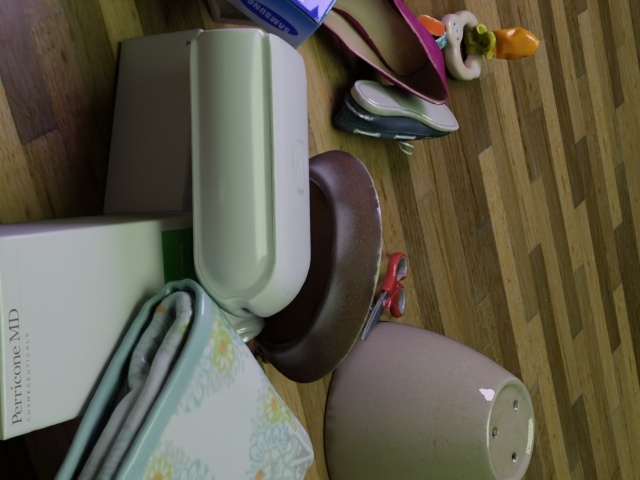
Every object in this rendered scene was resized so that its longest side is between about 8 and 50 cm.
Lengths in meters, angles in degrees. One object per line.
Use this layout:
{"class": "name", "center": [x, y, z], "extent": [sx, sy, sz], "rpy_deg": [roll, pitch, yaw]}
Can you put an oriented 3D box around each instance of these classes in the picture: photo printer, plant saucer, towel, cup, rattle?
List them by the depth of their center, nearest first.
{"class": "towel", "center": [-0.151, 0.277, 1.346], "extent": [0.374, 0.090, 0.320], "rpy_deg": [-64, 145, -31]}
{"class": "photo printer", "center": [-0.075, -0.068, 1.456], "extent": [0.256, 0.107, 0.307], "rpy_deg": [0, 89, -82]}
{"class": "plant saucer", "center": [-0.024, 0.030, 1.700], "extent": [0.050, 0.310, 0.310], "rpy_deg": [10, 79, -29]}
{"class": "cup", "center": [0.194, 0.292, 2.038], "extent": [0.331, 0.237, 0.331], "rpy_deg": [4, 85, -55]}
{"class": "rattle", "center": [0.271, -0.347, 2.265], "extent": [0.200, 0.143, 0.130], "rpy_deg": [27, 85, -59]}

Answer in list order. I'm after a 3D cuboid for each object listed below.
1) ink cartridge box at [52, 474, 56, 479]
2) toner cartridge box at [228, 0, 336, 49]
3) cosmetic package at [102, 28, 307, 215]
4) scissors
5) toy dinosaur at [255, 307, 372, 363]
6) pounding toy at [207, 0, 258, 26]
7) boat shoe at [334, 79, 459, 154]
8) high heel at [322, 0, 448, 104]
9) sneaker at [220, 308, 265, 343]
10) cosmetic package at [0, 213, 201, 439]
{"class": "ink cartridge box", "center": [-0.178, 0.356, 1.545], "extent": [0.233, 0.168, 0.171], "rpy_deg": [1, 88, -56]}
{"class": "toner cartridge box", "center": [-0.119, -0.403, 1.590], "extent": [0.348, 0.075, 0.165], "rpy_deg": [38, 55, -11]}
{"class": "cosmetic package", "center": [-0.142, -0.122, 1.641], "extent": [0.225, 0.138, 0.224], "rpy_deg": [19, 74, -56]}
{"class": "scissors", "center": [0.097, 0.083, 2.021], "extent": [0.297, 0.021, 0.109], "rpy_deg": [-18, 112, -73]}
{"class": "toy dinosaur", "center": [0.002, 0.118, 1.890], "extent": [0.064, 0.118, 0.268], "rpy_deg": [53, 26, 18]}
{"class": "pounding toy", "center": [-0.104, -0.368, 1.731], "extent": [0.130, 0.141, 0.100], "rpy_deg": [73, 35, -47]}
{"class": "boat shoe", "center": [0.123, -0.192, 2.070], "extent": [0.254, 0.079, 0.095], "rpy_deg": [-1, 49, -51]}
{"class": "high heel", "center": [0.078, -0.323, 1.923], "extent": [0.377, 0.127, 0.181], "rpy_deg": [17, 34, -56]}
{"class": "sneaker", "center": [-0.179, 0.120, 1.646], "extent": [0.232, 0.090, 0.115], "rpy_deg": [-36, 97, -46]}
{"class": "cosmetic package", "center": [-0.271, 0.076, 1.353], "extent": [0.365, 0.155, 0.197], "rpy_deg": [-12, 102, -64]}
